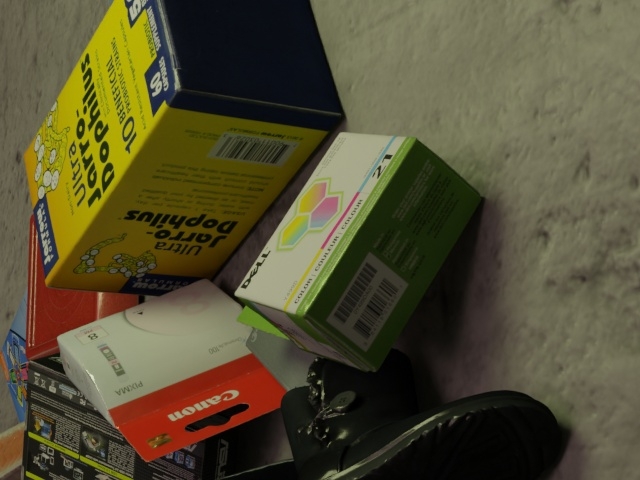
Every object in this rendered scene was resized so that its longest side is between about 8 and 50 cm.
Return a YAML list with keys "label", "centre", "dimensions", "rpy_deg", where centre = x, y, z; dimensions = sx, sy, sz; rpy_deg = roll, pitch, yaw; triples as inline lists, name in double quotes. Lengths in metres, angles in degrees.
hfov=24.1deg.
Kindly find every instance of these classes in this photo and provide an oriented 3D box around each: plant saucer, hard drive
- label: "plant saucer"
  centre: [-0.321, 0.040, 1.971]
  dimensions: [0.258, 0.047, 0.259]
  rpy_deg: [-23, 62, 50]
- label: "hard drive"
  centre: [-0.020, 0.100, 1.514]
  dimensions: [0.094, 0.022, 0.135]
  rpy_deg: [-61, 36, 10]

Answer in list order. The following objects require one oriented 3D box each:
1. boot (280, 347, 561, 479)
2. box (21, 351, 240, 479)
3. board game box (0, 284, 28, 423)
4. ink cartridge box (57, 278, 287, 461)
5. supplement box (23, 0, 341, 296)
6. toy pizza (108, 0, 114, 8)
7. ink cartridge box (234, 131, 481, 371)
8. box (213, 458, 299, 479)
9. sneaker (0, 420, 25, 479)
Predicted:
- label: "boot"
  centre: [0.075, 0.151, 1.289]
  dimensions: [0.246, 0.094, 0.207]
  rpy_deg: [-28, 27, 13]
- label: "box"
  centre: [-0.219, 0.264, 1.662]
  dimensions: [0.270, 0.060, 0.216]
  rpy_deg: [17, 109, 33]
- label: "board game box"
  centre: [-0.387, 0.206, 2.089]
  dimensions: [0.145, 0.027, 0.281]
  rpy_deg: [-61, 39, 29]
- label: "ink cartridge box"
  centre: [-0.151, 0.130, 1.582]
  dimensions: [0.232, 0.189, 0.066]
  rpy_deg: [28, 134, 58]
- label: "supplement box"
  centre: [-0.162, -0.114, 1.633]
  dimensions: [0.356, 0.195, 0.194]
  rpy_deg: [-50, 45, 42]
- label: "toy pizza"
  centre: [-0.220, -0.365, 1.921]
  dimensions: [0.201, 0.032, 0.201]
  rpy_deg: [-15, 72, 55]
- label: "ink cartridge box"
  centre: [0.000, 0.000, 1.381]
  dimensions: [0.189, 0.097, 0.255]
  rpy_deg: [-57, 30, -12]
- label: "box"
  centre: [-0.126, 0.439, 1.408]
  dimensions: [0.395, 0.212, 0.294]
  rpy_deg: [-51, 60, 42]
- label: "sneaker"
  centre: [-0.306, 0.275, 1.897]
  dimensions: [0.302, 0.121, 0.108]
  rpy_deg: [-23, 42, 35]
